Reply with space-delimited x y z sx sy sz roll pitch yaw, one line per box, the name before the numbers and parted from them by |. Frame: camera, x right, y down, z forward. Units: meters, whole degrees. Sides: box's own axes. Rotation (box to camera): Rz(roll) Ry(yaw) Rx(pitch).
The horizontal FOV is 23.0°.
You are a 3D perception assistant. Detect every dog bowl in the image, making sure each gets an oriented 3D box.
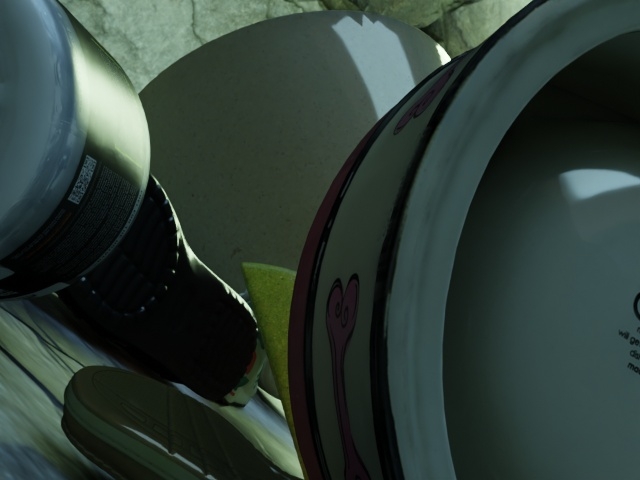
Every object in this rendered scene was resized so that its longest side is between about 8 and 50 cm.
dog bowl | 0.160 0.060 0.860 0.408 0.408 0.150 42 -22 -23

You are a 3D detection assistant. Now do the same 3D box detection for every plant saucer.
plant saucer | 0.031 0.114 1.033 0.188 0.045 0.188 43 24 -53

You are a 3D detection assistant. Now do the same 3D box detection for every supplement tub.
supplement tub | -0.127 -0.037 0.569 0.117 0.117 0.190 41 -2 6

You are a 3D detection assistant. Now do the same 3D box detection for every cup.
cup | 0.000 0.000 1.358 0.331 0.331 0.237 43 23 -53

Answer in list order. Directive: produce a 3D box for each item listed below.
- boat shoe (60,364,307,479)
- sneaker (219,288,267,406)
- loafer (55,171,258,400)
boat shoe | -0.035 0.099 0.562 0.153 0.048 0.056 35 14 -29
sneaker | -0.052 0.071 1.096 0.057 0.075 0.161 42 -1 5
loafer | -0.116 0.019 0.868 0.078 0.080 0.220 13 -29 34
